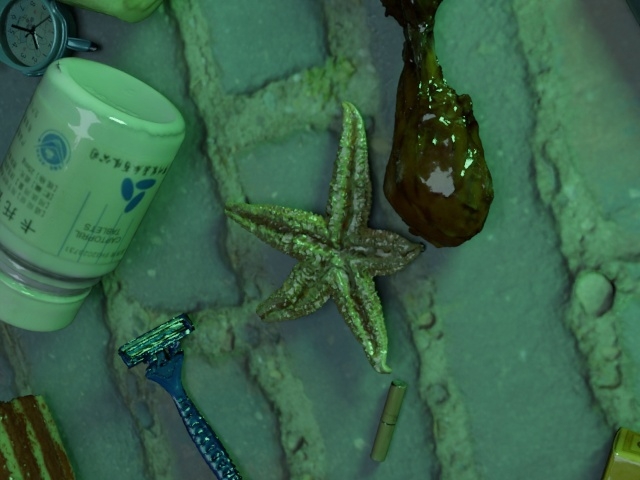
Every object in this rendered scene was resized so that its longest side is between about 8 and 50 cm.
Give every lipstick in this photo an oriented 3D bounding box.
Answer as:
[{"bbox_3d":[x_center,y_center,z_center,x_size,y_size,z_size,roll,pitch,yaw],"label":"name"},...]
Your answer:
[{"bbox_3d":[0.075,0.200,1.002,0.019,0.019,0.094,20,106,20],"label":"lipstick"}]

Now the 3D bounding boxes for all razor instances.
[{"bbox_3d":[-0.127,0.250,1.087,0.324,0.093,0.056,60,155,1],"label":"razor"}]

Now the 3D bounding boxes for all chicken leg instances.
[{"bbox_3d":[0.102,-0.142,0.904,0.113,0.093,0.304,-9,90,38],"label":"chicken leg"}]

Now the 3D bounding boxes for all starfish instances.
[{"bbox_3d":[-0.003,0.001,0.990,0.231,0.048,0.295,-4,96,25],"label":"starfish"}]

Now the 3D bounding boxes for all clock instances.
[{"bbox_3d":[-0.341,-0.250,1.103,0.147,0.045,0.108,37,112,14],"label":"clock"}]

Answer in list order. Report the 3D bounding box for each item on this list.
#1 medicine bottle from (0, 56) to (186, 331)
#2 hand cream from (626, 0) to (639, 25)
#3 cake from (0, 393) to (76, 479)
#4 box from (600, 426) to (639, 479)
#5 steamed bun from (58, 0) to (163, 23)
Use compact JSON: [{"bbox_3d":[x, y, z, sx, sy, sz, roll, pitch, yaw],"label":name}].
[{"bbox_3d":[-0.287,-0.049,1.043,0.170,0.170,0.293,38,112,14],"label":"medicine bottle"},{"bbox_3d":[0.340,-0.165,0.812,0.079,0.048,0.255,-32,87,28],"label":"hand cream"},{"bbox_3d":[-0.403,0.344,1.165,0.159,0.158,0.262,-23,86,24],"label":"cake"},{"bbox_3d":[0.388,0.309,0.849,0.274,0.076,0.174,18,104,21],"label":"box"},{"bbox_3d":[-0.264,-0.379,0.929,0.273,0.272,0.290,28,112,17],"label":"steamed bun"}]
